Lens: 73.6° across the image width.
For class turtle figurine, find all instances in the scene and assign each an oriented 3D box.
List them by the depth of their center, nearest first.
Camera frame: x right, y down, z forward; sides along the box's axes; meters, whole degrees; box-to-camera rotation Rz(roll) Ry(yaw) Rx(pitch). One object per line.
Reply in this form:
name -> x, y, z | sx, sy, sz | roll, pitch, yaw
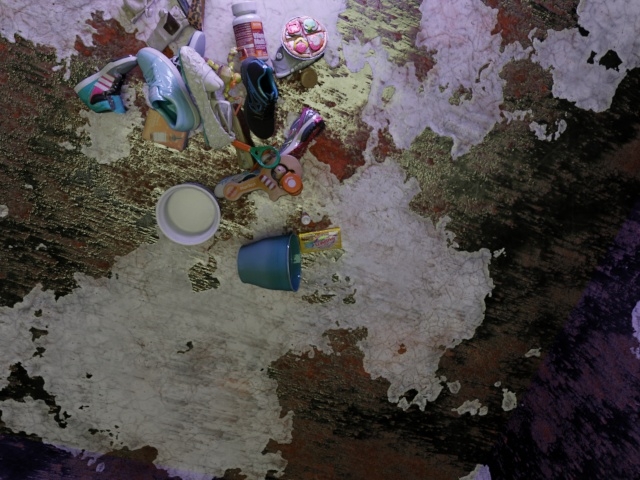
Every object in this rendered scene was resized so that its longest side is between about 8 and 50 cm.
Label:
turtle figurine -> -0.402, -0.663, 1.751 | 0.217, 0.087, 0.270 | 20, 114, 25

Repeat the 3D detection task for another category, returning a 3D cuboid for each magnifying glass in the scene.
magnifying glass -> -0.272, -0.372, 1.798 | 0.230, 0.026, 0.092 | 24, 93, 12

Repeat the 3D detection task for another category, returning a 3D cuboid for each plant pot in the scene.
plant pot -> -0.241, 0.108, 1.992 | 0.255, 0.272, 0.272 | -3, 109, 8

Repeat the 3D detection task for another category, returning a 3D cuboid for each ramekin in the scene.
ramekin -> -0.586, -0.129, 1.929 | 0.276, 0.135, 0.278 | -2, 109, -6

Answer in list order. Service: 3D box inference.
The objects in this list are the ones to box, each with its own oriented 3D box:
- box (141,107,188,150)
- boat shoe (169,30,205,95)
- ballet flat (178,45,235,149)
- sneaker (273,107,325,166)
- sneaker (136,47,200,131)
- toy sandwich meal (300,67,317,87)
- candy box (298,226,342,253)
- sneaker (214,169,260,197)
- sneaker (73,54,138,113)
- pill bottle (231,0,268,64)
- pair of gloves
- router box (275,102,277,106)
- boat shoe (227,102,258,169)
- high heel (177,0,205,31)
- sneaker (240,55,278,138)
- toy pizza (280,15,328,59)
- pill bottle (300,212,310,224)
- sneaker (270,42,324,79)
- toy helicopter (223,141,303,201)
box -> -0.654, -0.475, 1.832 | 0.170, 0.091, 0.130 | 17, 105, -12
boat shoe -> -0.565, -0.715, 1.758 | 0.104, 0.113, 0.306 | 27, 117, 0
ballet flat -> -0.433, -0.569, 1.712 | 0.146, 0.147, 0.409 | -14, 122, -2
sneaker -> -0.107, -0.451, 1.906 | 0.299, 0.120, 0.112 | -45, 72, 18
sneaker -> -0.621, -0.595, 1.682 | 0.135, 0.150, 0.366 | -32, 96, 30
toy sandwich meal -> -0.052, -0.708, 1.864 | 0.085, 0.029, 0.086 | -7, 116, -14
candy box -> 0.000, 0.000, 2.099 | 0.205, 0.027, 0.105 | -9, 112, -4
sneaker -> -0.376, -0.257, 1.940 | 0.237, 0.086, 0.085 | -22, 111, 2
sneaker -> -0.836, -0.611, 1.745 | 0.295, 0.124, 0.179 | -27, 104, 11
pill bottle -> -0.290, -0.840, 1.741 | 0.121, 0.121, 0.221 | -11, 109, -3
pair of gloves -> -0.663, -0.902, 1.702 | 0.204, 0.042, 0.240 | -33, 108, 15
router box -> -0.255, -0.563, 1.879 | 0.092, 0.038, 0.123 | 20, 104, -14
boat shoe -> -0.356, -0.449, 1.869 | 0.089, 0.105, 0.286 | -9, 111, 15
high heel -> -0.441, -0.969, 1.689 | 0.261, 0.093, 0.186 | -26, 103, 19
sneaker -> -0.239, -0.560, 1.742 | 0.125, 0.139, 0.341 | -33, 138, -27
toy pizza -> -0.064, -0.845, 1.769 | 0.201, 0.032, 0.202 | 1, 80, -5
pill bottle -> -0.072, -0.105, 2.025 | 0.043, 0.083, 0.044 | -2, 108, -6
sneaker -> -0.106, -0.786, 1.802 | 0.228, 0.086, 0.132 | -25, 107, 3
toy helicopter -> -0.255, -0.271, 1.843 | 0.354, 0.140, 0.235 | -19, 91, 1
